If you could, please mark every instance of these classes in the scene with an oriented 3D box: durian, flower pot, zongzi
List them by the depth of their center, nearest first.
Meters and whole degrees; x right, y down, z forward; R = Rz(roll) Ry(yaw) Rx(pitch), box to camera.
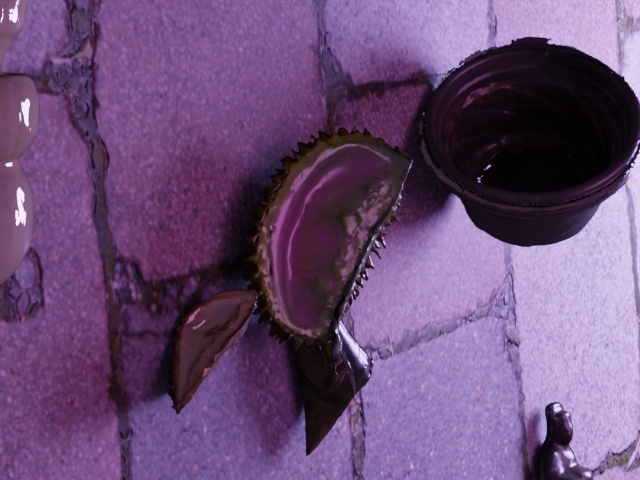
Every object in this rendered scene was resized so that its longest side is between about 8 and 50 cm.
[{"bbox_3d":[-0.092,0.095,1.338,0.130,0.066,0.052,-56,133,-26],"label":"durian"},{"bbox_3d":[-0.007,0.001,1.437,0.137,0.095,0.220,27,66,-13],"label":"durian"},{"bbox_3d":[-0.009,0.125,1.475,0.104,0.052,0.113,50,64,-32],"label":"zongzi"},{"bbox_3d":[0.220,-0.084,1.677,0.140,0.235,0.235,85,27,-53],"label":"flower pot"}]

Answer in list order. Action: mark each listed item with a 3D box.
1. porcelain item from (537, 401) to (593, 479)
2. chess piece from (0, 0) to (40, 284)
[{"bbox_3d":[0.290,0.297,1.879,0.081,0.069,0.215,-4,88,-50],"label":"porcelain item"},{"bbox_3d":[-0.249,-0.109,1.051,0.167,0.167,0.299,-9,101,-54],"label":"chess piece"}]
